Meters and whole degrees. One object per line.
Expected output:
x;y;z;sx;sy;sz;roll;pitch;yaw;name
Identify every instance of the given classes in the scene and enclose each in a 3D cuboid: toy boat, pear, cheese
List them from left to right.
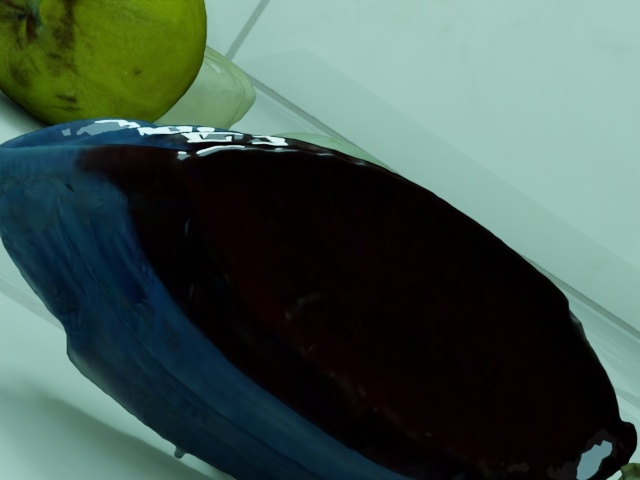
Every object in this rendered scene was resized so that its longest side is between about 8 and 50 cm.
-0.153;-0.144;1.058;0.149;0.149;0.162;38;15;33;pear
-0.172;-0.173;1.404;0.263;0.093;0.159;39;10;35;cheese
-0.006;0.041;0.624;0.309;0.129;0.142;31;-29;-28;toy boat

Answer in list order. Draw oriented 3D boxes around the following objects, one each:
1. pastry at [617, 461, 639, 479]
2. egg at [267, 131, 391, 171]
0.193;0.176;0.557;0.235;0.121;0.257;33;5;-5;pastry
0.000;0.000;0.904;0.152;0.114;0.114;29;8;-40;egg
